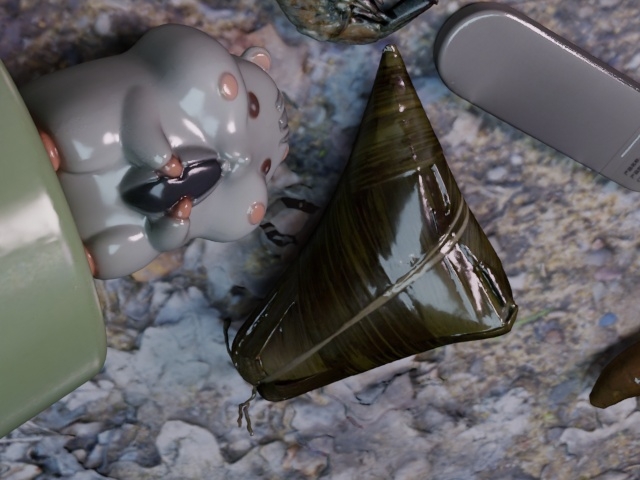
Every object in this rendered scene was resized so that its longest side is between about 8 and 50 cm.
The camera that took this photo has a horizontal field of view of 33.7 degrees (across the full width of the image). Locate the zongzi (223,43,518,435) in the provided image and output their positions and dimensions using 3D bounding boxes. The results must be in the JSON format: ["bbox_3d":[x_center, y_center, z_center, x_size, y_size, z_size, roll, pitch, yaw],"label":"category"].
[{"bbox_3d":[0.000,0.000,0.829,0.248,0.111,0.241,-22,107,16],"label":"zongzi"}]

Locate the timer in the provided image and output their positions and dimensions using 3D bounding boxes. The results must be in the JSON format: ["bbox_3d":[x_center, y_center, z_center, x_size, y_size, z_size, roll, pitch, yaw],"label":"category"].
[{"bbox_3d":[-0.164,-0.041,0.700,0.315,0.291,0.290,-23,128,-20],"label":"timer"}]

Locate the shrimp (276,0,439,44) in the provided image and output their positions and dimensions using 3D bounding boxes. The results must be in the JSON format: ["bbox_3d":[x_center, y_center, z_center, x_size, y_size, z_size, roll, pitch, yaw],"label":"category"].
[{"bbox_3d":[0.049,-0.186,0.737,0.161,0.034,0.091,-20,137,15],"label":"shrimp"}]

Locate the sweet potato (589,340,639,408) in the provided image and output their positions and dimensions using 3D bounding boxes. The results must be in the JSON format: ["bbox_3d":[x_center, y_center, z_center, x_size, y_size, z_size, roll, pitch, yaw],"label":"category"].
[{"bbox_3d":[0.347,0.081,0.937,0.244,0.077,0.077,-30,124,25],"label":"sweet potato"}]

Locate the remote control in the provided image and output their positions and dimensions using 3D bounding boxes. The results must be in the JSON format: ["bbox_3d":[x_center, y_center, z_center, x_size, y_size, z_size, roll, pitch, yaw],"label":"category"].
[{"bbox_3d":[0.193,-0.105,0.814,0.245,0.022,0.077,24,121,-22],"label":"remote control"}]
